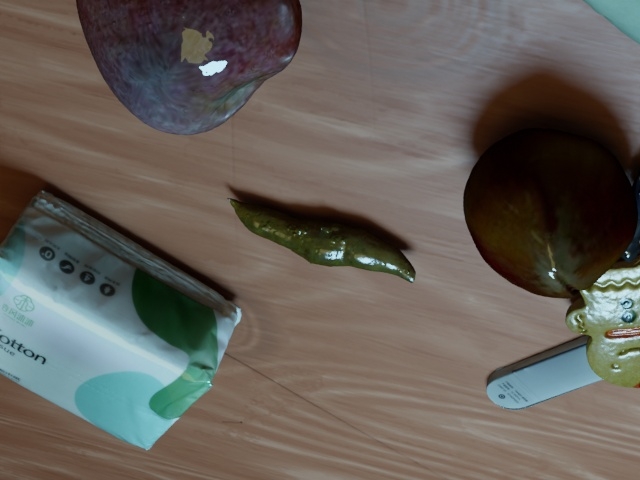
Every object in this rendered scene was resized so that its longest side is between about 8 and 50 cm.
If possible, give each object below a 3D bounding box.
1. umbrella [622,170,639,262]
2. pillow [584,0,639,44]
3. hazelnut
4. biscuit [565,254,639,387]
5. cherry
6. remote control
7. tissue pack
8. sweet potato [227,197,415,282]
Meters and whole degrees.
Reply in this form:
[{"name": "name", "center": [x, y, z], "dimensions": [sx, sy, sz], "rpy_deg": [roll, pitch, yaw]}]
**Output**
[{"name": "umbrella", "center": [0.390, -0.065, 1.136], "dimensions": [0.071, 0.071, 0.248], "rpy_deg": [17, 137, 1]}, {"name": "pillow", "center": [0.313, -0.266, 0.866], "dimensions": [0.310, 0.119, 0.312], "rpy_deg": [28, 171, -21]}, {"name": "hazelnut", "center": [0.261, -0.022, 1.120], "dimensions": [0.208, 0.208, 0.208], "rpy_deg": [9, 134, 9]}, {"name": "biscuit", "center": [0.412, 0.118, 1.301], "dimensions": [0.166, 0.036, 0.225], "rpy_deg": [-6, 123, 15]}, {"name": "cherry", "center": [-0.144, -0.245, 1.054], "dimensions": [0.239, 0.206, 0.239], "rpy_deg": [17, 116, 38]}, {"name": "remote control", "center": [0.346, 0.189, 1.420], "dimensions": [0.245, 0.022, 0.077], "rpy_deg": [-30, 116, 37]}, {"name": "tissue pack", "center": [-0.331, 0.129, 1.457], "dimensions": [0.356, 0.194, 0.266], "rpy_deg": [31, 135, -12]}, {"name": "sweet potato", "center": [0.000, 0.000, 1.324], "dimensions": [0.273, 0.067, 0.067], "rpy_deg": [18, 135, 3]}]
